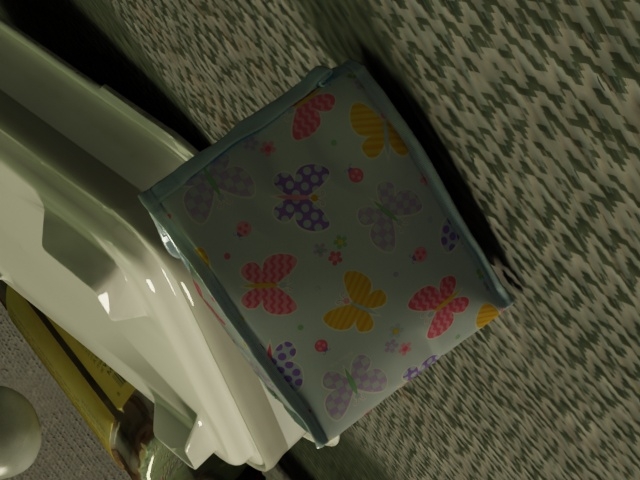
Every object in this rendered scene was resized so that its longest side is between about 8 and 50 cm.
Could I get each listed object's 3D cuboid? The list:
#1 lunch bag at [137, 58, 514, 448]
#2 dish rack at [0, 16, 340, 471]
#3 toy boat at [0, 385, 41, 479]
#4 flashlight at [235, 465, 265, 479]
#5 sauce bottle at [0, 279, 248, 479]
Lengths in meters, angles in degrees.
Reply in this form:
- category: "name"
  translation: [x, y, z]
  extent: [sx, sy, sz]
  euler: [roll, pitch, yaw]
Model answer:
- category: "lunch bag"
  translation: [0.000, 0.000, 0.408]
  extent: [0.083, 0.071, 0.053]
  euler: [56, 172, -28]
- category: "dish rack"
  translation: [-0.146, -0.008, 0.813]
  extent: [0.333, 0.072, 0.285]
  euler: [35, 160, 29]
- category: "toy boat"
  translation: [-0.294, 0.029, 1.040]
  extent: [0.267, 0.148, 0.318]
  euler: [113, 143, -56]
- category: "flashlight"
  translation: [-0.096, 0.160, 1.209]
  extent: [0.304, 0.103, 0.103]
  euler: [95, 171, -67]
- category: "sauce bottle"
  translation: [-0.162, 0.032, 1.039]
  extent: [0.344, 0.111, 0.111]
  euler: [47, 167, 37]
